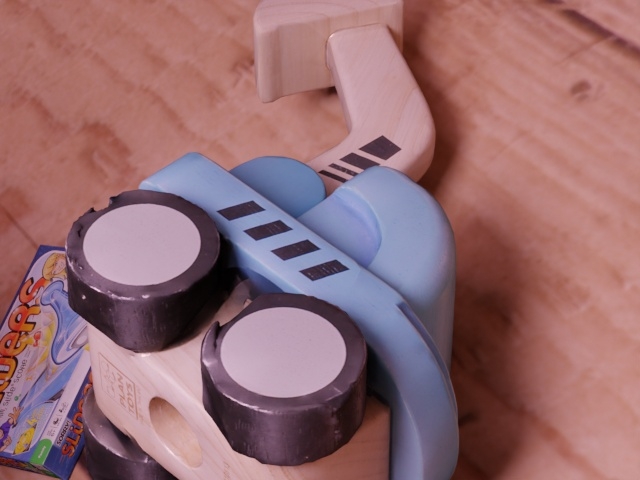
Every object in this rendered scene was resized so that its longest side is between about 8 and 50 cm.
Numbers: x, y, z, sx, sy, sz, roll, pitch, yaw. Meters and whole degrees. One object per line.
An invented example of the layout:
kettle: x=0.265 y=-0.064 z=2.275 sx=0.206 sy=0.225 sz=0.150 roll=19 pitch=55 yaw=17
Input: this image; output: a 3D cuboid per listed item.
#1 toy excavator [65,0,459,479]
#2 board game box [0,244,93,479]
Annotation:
toy excavator: x=0.000 y=0.000 z=1.432 sx=0.445 sy=0.222 sz=0.433 roll=-31 pitch=51 yaw=-31
board game box: x=-0.232 y=0.102 z=1.661 sx=0.136 sy=0.035 sz=0.201 roll=5 pitch=63 yaw=41
